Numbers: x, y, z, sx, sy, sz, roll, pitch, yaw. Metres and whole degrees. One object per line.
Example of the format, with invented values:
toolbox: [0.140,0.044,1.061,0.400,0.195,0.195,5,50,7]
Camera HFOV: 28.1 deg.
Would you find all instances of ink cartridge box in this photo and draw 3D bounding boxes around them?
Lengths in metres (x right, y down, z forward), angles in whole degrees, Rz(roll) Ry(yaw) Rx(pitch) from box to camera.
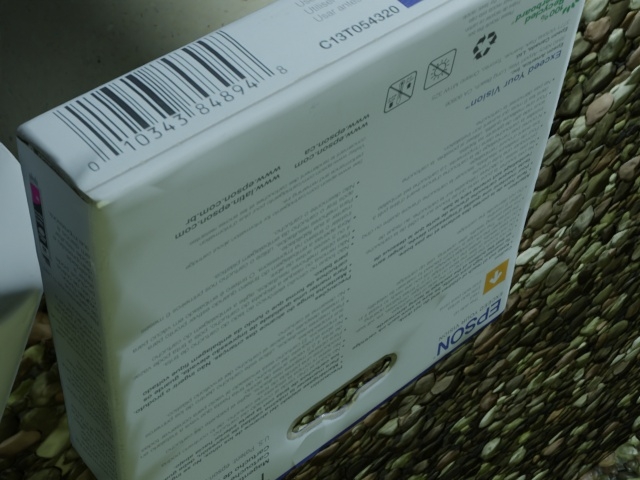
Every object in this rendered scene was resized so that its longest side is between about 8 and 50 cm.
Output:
ink cartridge box: [0.000,0.000,0.719,0.324,0.071,0.330,-32,149,-28]

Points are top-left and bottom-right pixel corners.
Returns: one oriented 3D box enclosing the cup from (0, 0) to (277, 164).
cup: [-0.057,-0.087,0.860,0.331,0.237,0.331,-31,149,-21]

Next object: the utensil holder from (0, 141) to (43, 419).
utensil holder: [-0.348,0.116,0.687,0.328,0.327,0.385,-8,133,-46]
